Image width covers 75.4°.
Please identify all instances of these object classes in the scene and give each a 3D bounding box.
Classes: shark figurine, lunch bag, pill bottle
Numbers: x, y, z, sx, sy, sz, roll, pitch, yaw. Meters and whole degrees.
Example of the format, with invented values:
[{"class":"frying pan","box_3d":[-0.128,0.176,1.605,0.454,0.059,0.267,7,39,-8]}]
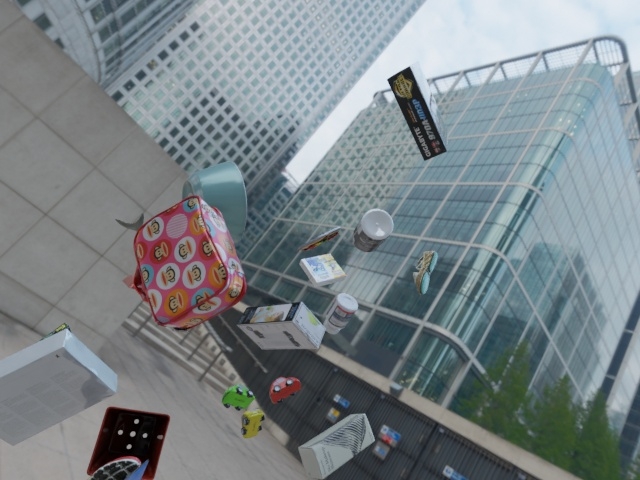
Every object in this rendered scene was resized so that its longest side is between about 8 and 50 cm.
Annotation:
[{"class":"shark figurine","box_3d":[-0.674,-0.028,1.617,0.116,0.166,0.278,-2,6,12]},{"class":"lunch bag","box_3d":[-0.335,0.062,1.000,0.293,0.258,0.120,64,9,26]},{"class":"pill bottle","box_3d":[0.203,-0.028,1.688,0.130,0.130,0.245,35,-18,4]},{"class":"pill bottle","box_3d":[0.086,0.339,1.891,0.108,0.108,0.180,34,-59,8]}]

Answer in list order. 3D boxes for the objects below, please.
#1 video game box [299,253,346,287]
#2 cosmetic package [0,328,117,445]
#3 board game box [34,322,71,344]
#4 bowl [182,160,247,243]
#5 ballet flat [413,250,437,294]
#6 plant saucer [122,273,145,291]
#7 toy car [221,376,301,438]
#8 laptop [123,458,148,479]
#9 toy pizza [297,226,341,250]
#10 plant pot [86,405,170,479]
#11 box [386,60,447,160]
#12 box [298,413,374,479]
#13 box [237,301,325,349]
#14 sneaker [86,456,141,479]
[{"class":"video game box","box_3d":[0.013,0.165,2.332,0.187,0.205,0.048,55,-40,32]},{"class":"cosmetic package","box_3d":[-0.929,0.488,1.366,0.097,0.377,0.284,56,-11,49]},{"class":"board game box","box_3d":[-1.098,0.466,1.739,0.030,0.136,0.259,32,-44,16]},{"class":"bowl","box_3d":[-0.402,-0.134,1.516,0.312,0.163,0.311,14,-73,55]},{"class":"ballet flat","box_3d":[0.409,0.127,1.653,0.067,0.206,0.073,6,-39,35]},{"class":"plant saucer","box_3d":[-0.749,0.211,1.885,0.259,0.047,0.259,21,-8,-30]},{"class":"toy car","box_3d":[-0.198,0.457,1.196,0.225,0.239,0.053,41,2,-43]},{"class":"laptop","box_3d":[-0.569,0.900,1.092,0.236,0.381,0.408,16,11,-44]},{"class":"toy pizza","box_3d":[0.000,0.000,1.672,0.032,0.201,0.201,62,-20,1]},{"class":"plant pot","box_3d":[-0.850,0.890,1.861,0.268,0.267,0.236,17,-20,-18]},{"class":"box","box_3d":[0.211,-0.279,0.869,0.051,0.220,0.175,-22,-72,25]},{"class":"box","box_3d":[0.063,0.736,1.495,0.094,0.275,0.113,-30,-102,46]},{"class":"box","box_3d":[-0.146,0.319,1.526,0.290,0.087,0.169,-13,-53,38]},{"class":"sneaker","box_3d":[-0.682,0.756,1.328,0.107,0.279,0.118,54,11,-9]}]
